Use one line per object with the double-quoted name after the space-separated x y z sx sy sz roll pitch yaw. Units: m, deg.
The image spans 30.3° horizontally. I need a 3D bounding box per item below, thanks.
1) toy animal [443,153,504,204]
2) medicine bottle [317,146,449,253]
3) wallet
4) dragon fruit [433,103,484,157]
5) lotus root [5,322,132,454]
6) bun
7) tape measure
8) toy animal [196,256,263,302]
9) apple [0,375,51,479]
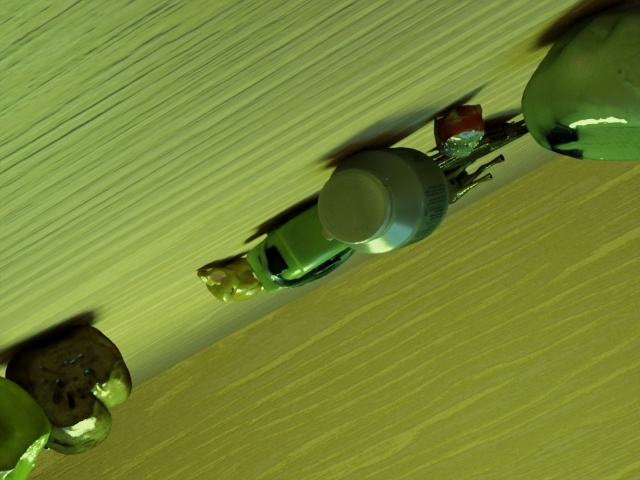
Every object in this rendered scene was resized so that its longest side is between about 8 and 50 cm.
0.224 -0.085 2.283 0.260 0.087 0.243 -33 171 25 "toy animal"
0.078 -0.051 1.533 0.135 0.135 0.215 -30 175 23 "medicine bottle"
0.265 -0.160 1.968 0.124 0.042 0.230 -27 175 29 "wallet"
0.179 -0.148 1.570 0.060 0.056 0.083 -3 162 -13 "dragon fruit"
-0.372 0.230 1.782 0.193 0.193 0.291 -27 175 -13 "lotus root"
0.385 -0.201 1.415 0.293 0.187 0.293 0 177 0 "bun"
-0.013 0.005 1.790 0.200 0.106 0.175 -29 178 -2 "tape measure"
-0.158 0.069 1.928 0.083 0.070 0.159 -27 170 17 "toy animal"
-0.464 0.294 1.557 0.226 0.246 0.246 -42 168 30 "apple"
